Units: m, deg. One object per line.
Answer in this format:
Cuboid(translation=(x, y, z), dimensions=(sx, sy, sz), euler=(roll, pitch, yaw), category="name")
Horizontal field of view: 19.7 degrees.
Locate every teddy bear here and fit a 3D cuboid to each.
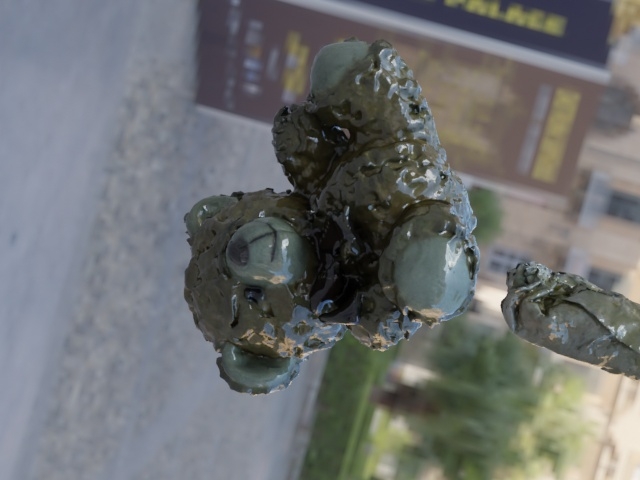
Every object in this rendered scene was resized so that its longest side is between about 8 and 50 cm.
Cuboid(translation=(0.000, 0.000, 1.479), dimensions=(0.156, 0.256, 0.267), euler=(43, 26, -55), category="teddy bear")

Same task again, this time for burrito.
Cuboid(translation=(0.191, 0.063, 1.060), dimensions=(0.058, 0.188, 0.045), euler=(-51, 164, -67), category="burrito")
